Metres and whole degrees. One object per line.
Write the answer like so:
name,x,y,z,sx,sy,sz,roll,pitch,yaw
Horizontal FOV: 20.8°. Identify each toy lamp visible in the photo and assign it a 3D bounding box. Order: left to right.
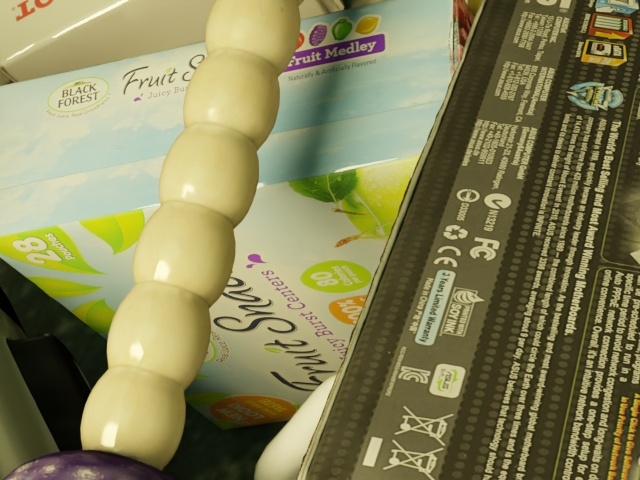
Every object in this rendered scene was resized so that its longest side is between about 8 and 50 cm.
toy lamp,-0.029,-0.036,0.518,0.080,0.080,0.275,4,66,25

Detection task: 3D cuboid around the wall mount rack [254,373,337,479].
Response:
wall mount rack,0.146,0.142,0.497,0.350,0.130,0.304,-23,74,-31

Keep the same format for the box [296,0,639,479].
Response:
box,0.129,0.015,0.431,0.216,0.060,0.270,10,37,10

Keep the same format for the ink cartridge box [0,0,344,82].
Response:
ink cartridge box,-0.093,-0.174,0.844,0.148,0.086,0.203,-25,60,12

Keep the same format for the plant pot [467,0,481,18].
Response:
plant pot,0.216,-0.125,0.615,0.239,0.254,0.254,29,82,14

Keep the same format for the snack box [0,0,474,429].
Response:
snack box,0.000,0.000,0.659,0.174,0.207,0.070,-10,61,18

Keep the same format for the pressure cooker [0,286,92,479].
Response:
pressure cooker,-0.237,0.163,0.598,0.370,0.375,0.420,-36,60,9
